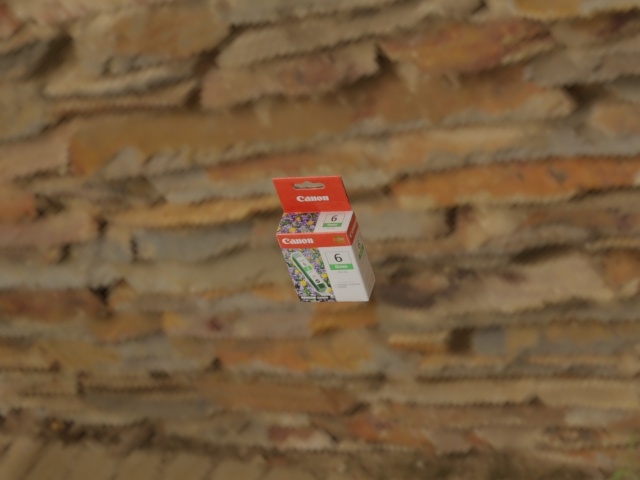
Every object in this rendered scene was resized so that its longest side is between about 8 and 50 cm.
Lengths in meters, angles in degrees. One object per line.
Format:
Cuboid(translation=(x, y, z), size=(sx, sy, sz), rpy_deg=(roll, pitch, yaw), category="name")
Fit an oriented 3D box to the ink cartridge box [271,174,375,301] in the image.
Cuboid(translation=(0.000, 0.000, 1.353), size=(0.062, 0.115, 0.029), rpy_deg=(-2, 42, 20), category="ink cartridge box")
